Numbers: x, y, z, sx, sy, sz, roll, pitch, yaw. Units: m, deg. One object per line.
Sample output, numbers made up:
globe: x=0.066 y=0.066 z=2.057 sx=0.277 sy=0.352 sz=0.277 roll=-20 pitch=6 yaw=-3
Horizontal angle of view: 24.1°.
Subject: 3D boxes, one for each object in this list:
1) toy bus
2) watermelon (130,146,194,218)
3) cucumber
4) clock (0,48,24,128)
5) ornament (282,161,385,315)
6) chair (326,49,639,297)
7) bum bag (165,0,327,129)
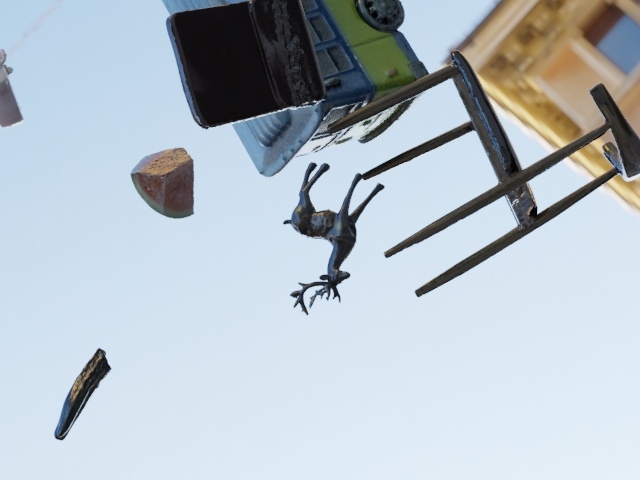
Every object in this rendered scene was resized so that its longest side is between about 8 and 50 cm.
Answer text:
toy bus: x=-0.041 y=-0.244 z=1.591 sx=0.190 sy=0.312 sz=0.152 roll=-22 pitch=-13 yaw=-36
watermelon: x=-0.179 y=-0.067 z=1.799 sx=0.072 sy=0.092 sz=0.084 roll=-30 pitch=21 yaw=46
cucumber: x=-0.323 y=0.206 z=2.016 sx=0.134 sy=0.034 sz=0.033 roll=-57 pitch=-1 yaw=-20
clock: x=-0.364 y=-0.187 z=1.677 sx=0.041 sy=0.129 sz=0.087 roll=-20 pitch=-36 yaw=-7
ornament: x=0.000 y=0.000 z=1.231 sx=0.028 sy=0.073 sz=0.125 roll=34 pitch=-106 yaw=-67
chair: x=0.172 y=-0.088 z=1.505 sx=0.272 sy=0.166 sz=0.188 roll=-25 pitch=-21 yaw=6
bum bag: x=-0.062 y=-0.161 z=1.325 sx=0.026 sy=0.109 sz=0.159 roll=-14 pitch=4 yaw=45
